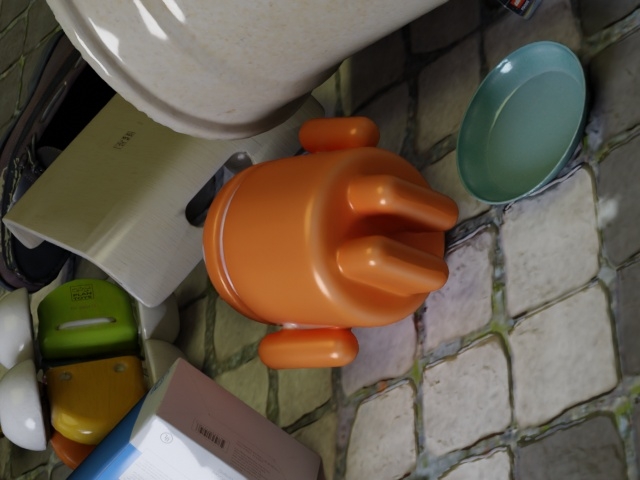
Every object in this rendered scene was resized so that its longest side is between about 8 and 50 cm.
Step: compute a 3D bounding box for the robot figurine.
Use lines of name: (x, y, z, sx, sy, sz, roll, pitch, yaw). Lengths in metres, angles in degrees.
robot figurine: (-0.001, 0.002, 1.052, 0.219, 0.128, 0.158, -4, 111, 53)

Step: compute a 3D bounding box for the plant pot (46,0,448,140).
plant pot: (0.010, -0.266, 1.015, 0.305, 0.334, 0.334, -14, 59, 39)

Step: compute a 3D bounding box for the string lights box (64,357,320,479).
string lights box: (-0.133, 0.220, 1.084, 0.260, 0.133, 0.077, -46, 14, 28)

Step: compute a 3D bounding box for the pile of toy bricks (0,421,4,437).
pile of toy bricks: (-0.372, 0.212, 1.477, 0.212, 0.118, 0.105, -63, 0, 21)

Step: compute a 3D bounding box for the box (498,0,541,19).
box: (0.160, -0.238, 1.063, 0.137, 0.027, 0.094, -56, 34, 16)

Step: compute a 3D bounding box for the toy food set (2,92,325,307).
toy food set: (-0.143, -0.056, 1.292, 0.220, 0.092, 0.306, -50, 27, -13)

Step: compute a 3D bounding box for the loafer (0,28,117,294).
loafer: (-0.260, -0.094, 1.491, 0.095, 0.109, 0.302, -12, 58, 46)

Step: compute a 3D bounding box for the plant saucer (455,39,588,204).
plant saucer: (0.141, -0.077, 0.999, 0.119, 0.021, 0.119, -32, 46, 41)

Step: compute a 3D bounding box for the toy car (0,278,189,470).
toy car: (-0.194, 0.120, 1.259, 0.136, 0.159, 0.182, 92, 165, -46)
